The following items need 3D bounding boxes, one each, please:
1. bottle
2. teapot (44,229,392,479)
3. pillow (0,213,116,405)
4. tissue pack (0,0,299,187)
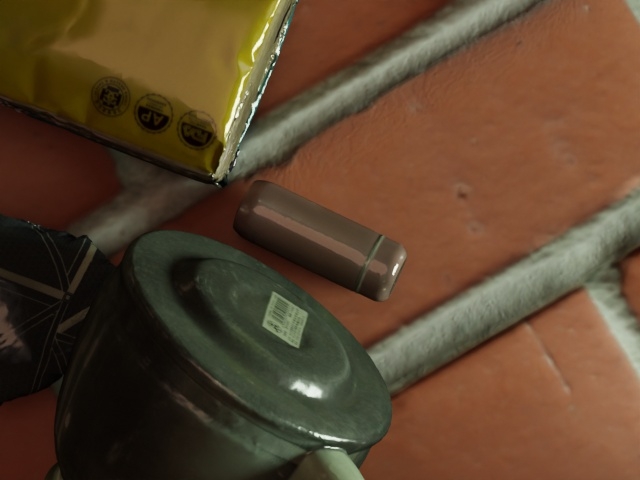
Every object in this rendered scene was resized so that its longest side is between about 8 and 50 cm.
[{"bbox_3d":[0.000,0.000,1.574,0.140,0.053,0.053,25,85,6],"label":"bottle"},{"bbox_3d":[-0.068,0.173,1.475,0.321,0.239,0.239,40,111,12],"label":"teapot"},{"bbox_3d":[-0.319,0.026,1.571,0.335,0.092,0.162,23,82,5],"label":"pillow"},{"bbox_3d":[-0.168,-0.175,1.563,0.270,0.134,0.192,20,87,5],"label":"tissue pack"}]
